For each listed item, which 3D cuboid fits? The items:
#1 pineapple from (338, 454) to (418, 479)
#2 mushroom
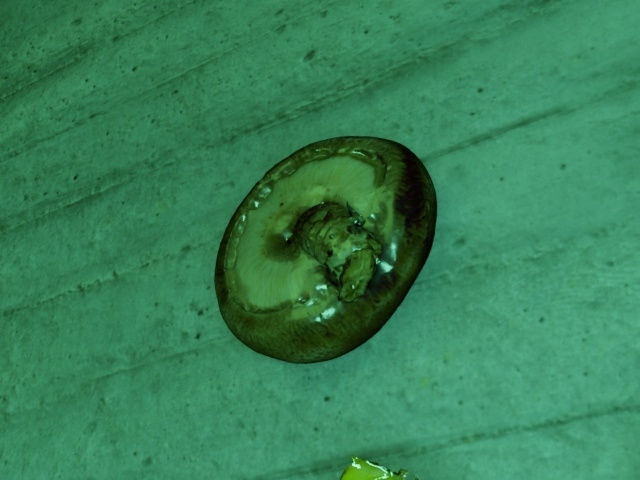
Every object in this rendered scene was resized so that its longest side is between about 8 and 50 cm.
[{"bbox_3d":[0.095,0.302,0.911,0.140,0.250,0.164,-65,9,-23],"label":"pineapple"},{"bbox_3d":[0.011,0.009,1.228,0.297,0.163,0.278,-50,31,-4],"label":"mushroom"}]
